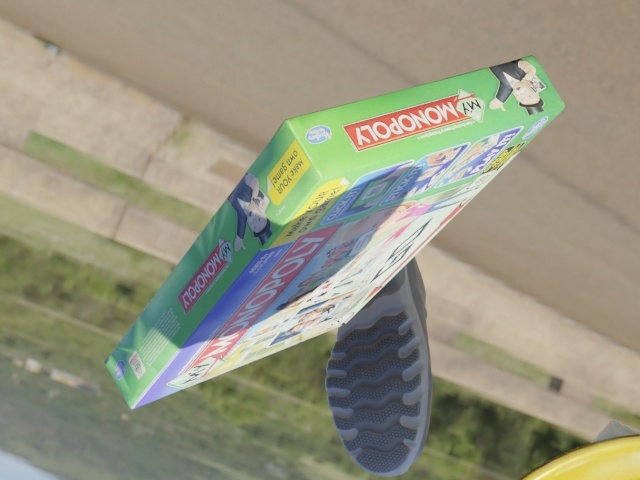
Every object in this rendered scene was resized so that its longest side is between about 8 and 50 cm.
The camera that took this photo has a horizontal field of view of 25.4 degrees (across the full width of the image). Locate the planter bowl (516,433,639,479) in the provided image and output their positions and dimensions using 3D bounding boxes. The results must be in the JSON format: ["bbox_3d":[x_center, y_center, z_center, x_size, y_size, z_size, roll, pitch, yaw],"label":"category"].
[{"bbox_3d":[0.160,0.202,0.651,0.217,0.217,0.090,18,169,17],"label":"planter bowl"}]

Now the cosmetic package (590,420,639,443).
[{"bbox_3d":[0.174,0.347,1.018,0.156,0.385,0.217,23,149,52],"label":"cosmetic package"}]

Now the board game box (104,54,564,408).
[{"bbox_3d":[0.000,0.000,0.978,0.213,0.046,0.317,-20,162,-37],"label":"board game box"}]

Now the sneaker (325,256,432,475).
[{"bbox_3d":[0.073,0.091,1.380,0.105,0.281,0.115,-13,156,27],"label":"sneaker"}]
